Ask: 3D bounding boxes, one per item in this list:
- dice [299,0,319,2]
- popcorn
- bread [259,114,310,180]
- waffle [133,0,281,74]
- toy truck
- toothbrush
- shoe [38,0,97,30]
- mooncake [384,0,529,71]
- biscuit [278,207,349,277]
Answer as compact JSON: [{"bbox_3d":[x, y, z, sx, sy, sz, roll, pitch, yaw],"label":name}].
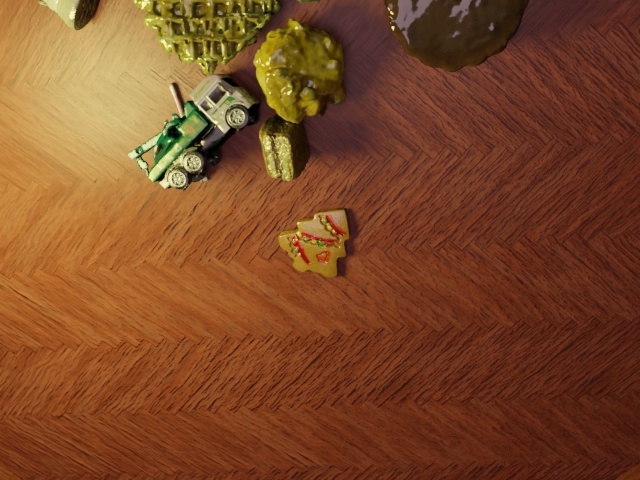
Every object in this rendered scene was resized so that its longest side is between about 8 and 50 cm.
[{"bbox_3d":[-0.084,-0.709,1.270,0.323,0.330,0.318,12,117,-42],"label":"dice"},{"bbox_3d":[-0.048,-0.421,1.545,0.233,0.192,0.266,-48,127,6],"label":"popcorn"},{"bbox_3d":[-0.097,-0.246,1.606,0.102,0.196,0.138,-8,118,12],"label":"bread"},{"bbox_3d":[-0.275,-0.580,1.484,0.317,0.073,0.297,-46,100,-6],"label":"waffle"},{"bbox_3d":[-0.326,-0.276,1.612,0.363,0.176,0.178,-40,98,14],"label":"toy truck"},{"bbox_3d":[-0.365,-0.295,1.701,0.025,0.020,0.286,-13,113,5],"label":"toothbrush"},{"bbox_3d":[-0.616,-0.688,1.492,0.159,0.124,0.316,23,114,1],"label":"shoe"},{"bbox_3d":[0.307,-0.569,1.434,0.325,0.187,0.323,1,116,2],"label":"mooncake"},{"bbox_3d":[0.000,0.000,1.795,0.212,0.041,0.238,35,113,-9],"label":"biscuit"}]
